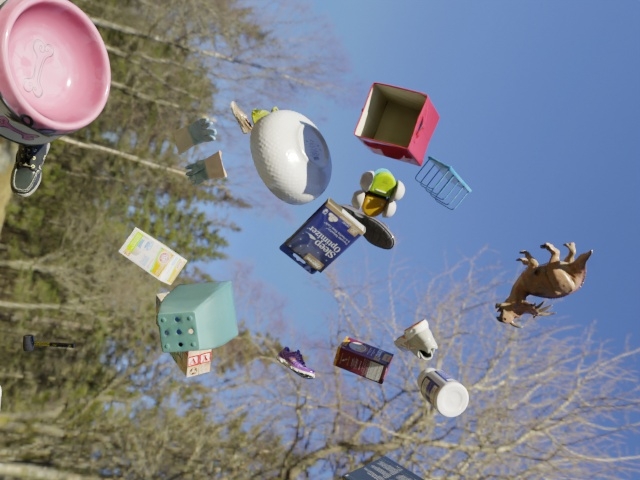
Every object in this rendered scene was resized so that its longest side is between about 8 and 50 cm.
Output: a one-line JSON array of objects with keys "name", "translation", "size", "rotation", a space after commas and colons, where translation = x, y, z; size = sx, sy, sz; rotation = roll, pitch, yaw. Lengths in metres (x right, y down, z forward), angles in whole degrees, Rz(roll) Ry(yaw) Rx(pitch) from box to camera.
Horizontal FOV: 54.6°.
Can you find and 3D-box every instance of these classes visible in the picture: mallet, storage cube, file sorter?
[{"name": "mallet", "translation": [-1.020, 0.397, 2.317], "size": [0.039, 0.190, 0.062], "rotation": [-102, -157, -86]}, {"name": "storage cube", "translation": [0.246, -0.368, 1.978], "size": [0.215, 0.193, 0.183], "rotation": [19, -92, 25]}, {"name": "file sorter", "translation": [0.439, -0.203, 2.236], "size": [0.104, 0.170, 0.118], "rotation": [-52, -137, 3]}]

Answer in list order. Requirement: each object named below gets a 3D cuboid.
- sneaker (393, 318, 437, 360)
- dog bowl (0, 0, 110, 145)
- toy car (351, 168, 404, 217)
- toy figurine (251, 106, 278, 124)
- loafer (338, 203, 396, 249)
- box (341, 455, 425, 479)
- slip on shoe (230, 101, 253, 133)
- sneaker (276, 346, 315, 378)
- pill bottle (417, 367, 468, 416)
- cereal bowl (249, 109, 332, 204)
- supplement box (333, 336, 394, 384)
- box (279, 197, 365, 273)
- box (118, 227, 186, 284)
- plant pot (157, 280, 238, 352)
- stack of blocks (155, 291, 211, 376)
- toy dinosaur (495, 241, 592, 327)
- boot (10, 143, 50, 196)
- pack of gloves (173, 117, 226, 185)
[{"name": "sneaker", "translation": [0.330, 0.364, 2.122], "size": [0.121, 0.099, 0.262], "rotation": [60, -12, 18]}, {"name": "dog bowl", "translation": [-0.728, -0.457, 1.624], "size": [0.151, 0.408, 0.407], "rotation": [3, -104, 26]}, {"name": "toy car", "translation": [0.204, -0.178, 2.205], "size": [0.136, 0.159, 0.182], "rotation": [-84, -166, -55]}, {"name": "toy figurine", "translation": [-0.074, -0.336, 2.217], "size": [0.217, 0.191, 0.362], "rotation": [-12, -77, 41]}, {"name": "loafer", "translation": [0.201, -0.072, 2.628], "size": [0.095, 0.303, 0.109], "rotation": [-34, 153, -57]}, {"name": "box", "translation": [0.217, 0.819, 2.010], "size": [0.261, 0.185, 0.103], "rotation": [5, -76, 62]}, {"name": "slip on shoe", "translation": [-0.293, -0.461, 2.311], "size": [0.041, 0.135, 0.051], "rotation": [-16, -148, 12]}, {"name": "sneaker", "translation": [-0.079, 0.406, 2.079], "size": [0.170, 0.068, 0.071], "rotation": [27, -105, 39]}, {"name": "pill bottle", "translation": [0.382, 0.476, 1.976], "size": [0.187, 0.112, 0.111], "rotation": [-148, -106, -75]}, {"name": "cereal bowl", "translation": [-0.072, -0.296, 2.105], "size": [0.141, 0.339, 0.338], "rotation": [-22, -126, 35]}, {"name": "supplement box", "translation": [0.154, 0.426, 2.211], "size": [0.104, 0.188, 0.080], "rotation": [-37, 143, -66]}, {"name": "box", "translation": [0.000, 0.000, 1.726], "size": [0.225, 0.136, 0.036], "rotation": [-43, -163, 27]}, {"name": "box", "translation": [-0.609, 0.059, 2.257], "size": [0.114, 0.203, 0.103], "rotation": [-56, 163, -6]}, {"name": "plant pot", "translation": [-0.343, 0.216, 1.685], "size": [0.234, 0.166, 0.165], "rotation": [-40, 124, -79]}, {"name": "stack of blocks", "translation": [-0.489, 0.324, 2.193], "size": [0.297, 0.087, 0.171], "rotation": [36, -54, 46]}, {"name": "toy dinosaur", "translation": [0.625, 0.118, 1.691], "size": [0.296, 0.127, 0.200], "rotation": [-23, -109, 39]}, {"name": "boot", "translation": [-0.873, -0.268, 1.849], "size": [0.178, 0.085, 0.236], "rotation": [123, -25, -56]}, {"name": "pack of gloves", "translation": [-0.375, -0.283, 1.988], "size": [0.232, 0.046, 0.194], "rotation": [-8, -80, 48]}]
